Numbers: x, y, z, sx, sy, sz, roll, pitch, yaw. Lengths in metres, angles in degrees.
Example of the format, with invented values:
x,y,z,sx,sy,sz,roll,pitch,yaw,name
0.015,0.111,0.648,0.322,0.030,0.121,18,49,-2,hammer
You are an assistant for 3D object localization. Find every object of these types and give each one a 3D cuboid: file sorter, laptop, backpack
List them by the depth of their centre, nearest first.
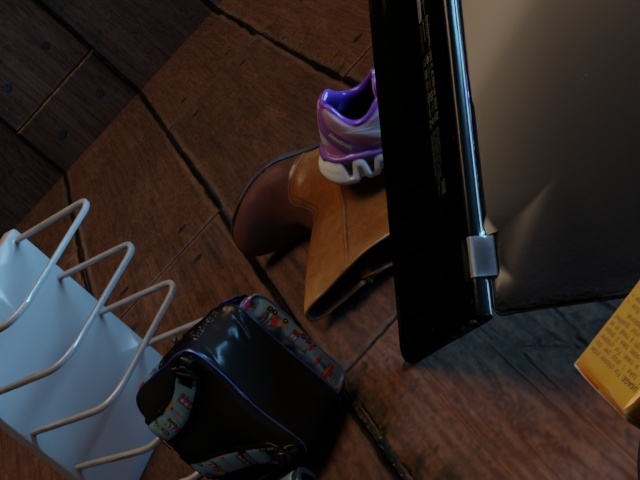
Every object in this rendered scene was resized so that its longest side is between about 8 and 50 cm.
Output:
x,y,z,sx,sy,sz,roll,pitch,yaw,name
0.197,-0.124,0.938,0.408,0.236,0.381,122,145,-74,laptop
-0.082,0.147,1.128,0.173,0.158,0.117,-41,10,51,backpack
-0.230,0.123,1.283,0.173,0.277,0.192,-23,32,41,file sorter

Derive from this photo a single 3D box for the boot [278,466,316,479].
x,y,z,sx,sy,sz,roll,pitch,yaw,name
-0.068,0.251,0.994,0.161,0.083,0.246,-15,-18,-6,boot

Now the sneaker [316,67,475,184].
x,y,z,sx,sy,sz,roll,pitch,yaw,name
0.098,-0.141,1.258,0.236,0.104,0.095,-17,34,9,sneaker

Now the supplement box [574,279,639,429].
x,y,z,sx,sy,sz,roll,pitch,yaw,name
0.255,0.014,0.705,0.233,0.078,0.080,-54,25,6,supplement box

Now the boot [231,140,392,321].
x,y,z,sx,sy,sz,roll,pitch,yaw,name
0.000,0.000,1.354,0.264,0.096,0.280,-32,33,19,boot

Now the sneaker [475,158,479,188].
x,y,z,sx,sy,sz,roll,pitch,yaw,name
0.128,-0.065,1.193,0.098,0.069,0.038,-52,22,-9,sneaker

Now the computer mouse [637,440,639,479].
x,y,z,sx,sy,sz,roll,pitch,yaw,name
0.253,0.157,0.572,0.188,0.072,0.272,-43,33,7,computer mouse
